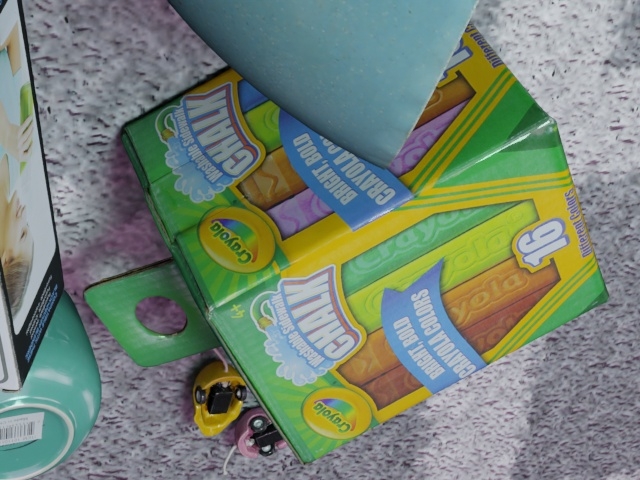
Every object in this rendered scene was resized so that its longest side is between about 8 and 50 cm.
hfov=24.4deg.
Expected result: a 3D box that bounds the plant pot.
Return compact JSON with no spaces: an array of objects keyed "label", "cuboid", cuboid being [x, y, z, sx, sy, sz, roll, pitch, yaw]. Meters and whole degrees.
[{"label":"plant pot","cuboid":[0.000,-0.203,0.692,0.195,0.290,0.290,23,123,-2]}]

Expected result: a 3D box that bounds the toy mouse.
[{"label":"toy mouse","cuboid":[-0.033,0.116,1.124,0.143,0.031,0.161,-7,133,-23]}]

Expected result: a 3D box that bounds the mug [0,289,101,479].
[{"label":"mug","cuboid":[-0.219,0.106,0.963,0.158,0.097,0.129,-41,137,11]}]

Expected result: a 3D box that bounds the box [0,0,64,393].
[{"label":"box","cuboid":[-0.236,-0.057,0.756,0.169,0.087,0.290,6,133,7]}]

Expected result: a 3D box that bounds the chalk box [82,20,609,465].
[{"label":"chalk box","cuboid":[0.000,0.000,0.922,0.289,0.179,0.180,-30,137,0]}]
